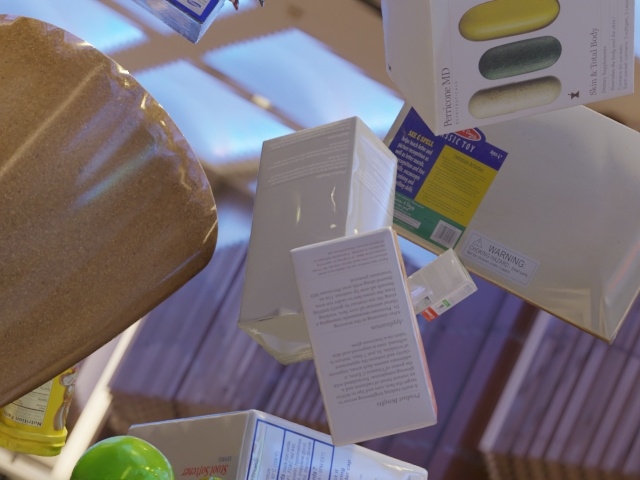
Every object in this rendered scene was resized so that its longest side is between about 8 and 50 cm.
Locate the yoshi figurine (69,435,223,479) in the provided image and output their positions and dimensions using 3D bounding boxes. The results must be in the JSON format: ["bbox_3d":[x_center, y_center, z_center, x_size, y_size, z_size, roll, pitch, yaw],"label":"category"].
[{"bbox_3d":[-0.243,0.326,1.713,0.204,0.362,0.203,7,-54,43],"label":"yoshi figurine"}]

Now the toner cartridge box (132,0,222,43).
[{"bbox_3d":[-0.203,-0.339,2.254,0.165,0.075,0.348,36,-1,-5],"label":"toner cartridge box"}]

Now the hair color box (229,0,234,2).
[{"bbox_3d":[-0.125,-0.399,2.425,0.053,0.093,0.167,30,-5,3],"label":"hair color box"}]

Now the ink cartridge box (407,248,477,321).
[{"bbox_3d":[0.141,0.068,2.272,0.029,0.115,0.063,43,16,-46],"label":"ink cartridge box"}]

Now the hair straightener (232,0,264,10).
[{"bbox_3d":[-0.104,-0.477,2.736,0.089,0.230,0.047,-5,-6,0],"label":"hair straightener"}]

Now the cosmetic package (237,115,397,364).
[{"bbox_3d":[0.000,0.000,1.825,0.127,0.238,0.107,-11,-33,29],"label":"cosmetic package"}]

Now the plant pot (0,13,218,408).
[{"bbox_3d":[-0.235,0.018,1.164,0.237,0.254,0.237,25,-37,21],"label":"plant pot"}]

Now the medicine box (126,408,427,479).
[{"bbox_3d":[-0.064,0.323,2.146,0.289,0.149,0.263,25,-24,-35],"label":"medicine box"}]

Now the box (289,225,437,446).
[{"bbox_3d":[0.039,0.081,1.511,0.091,0.170,0.130,-13,-1,3],"label":"box"}]

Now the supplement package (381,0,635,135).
[{"bbox_3d":[0.228,-0.279,2.157,0.198,0.263,0.199,-120,-159,-56],"label":"supplement package"}]

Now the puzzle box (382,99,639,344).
[{"bbox_3d":[0.276,-0.071,2.367,0.409,0.272,0.052,28,-5,16],"label":"puzzle box"}]

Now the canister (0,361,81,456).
[{"bbox_3d":[-0.282,0.118,1.769,0.073,0.169,0.126,12,9,-19],"label":"canister"}]
